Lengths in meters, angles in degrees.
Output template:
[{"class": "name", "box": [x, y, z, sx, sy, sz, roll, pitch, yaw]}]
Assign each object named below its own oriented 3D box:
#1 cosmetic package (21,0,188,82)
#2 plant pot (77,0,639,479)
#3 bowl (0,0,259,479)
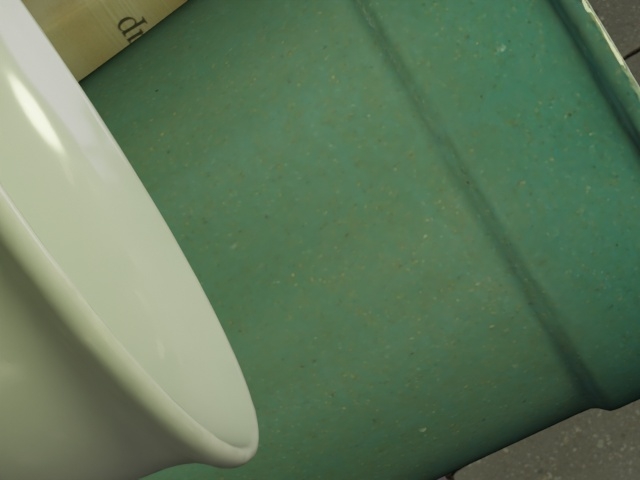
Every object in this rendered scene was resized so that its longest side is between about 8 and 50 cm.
[{"class": "cosmetic package", "box": [-0.094, -0.146, 1.147, 0.153, 0.296, 0.129, 52, 9, -45]}, {"class": "plant pot", "box": [0.000, 0.000, 0.984, 0.341, 0.334, 0.341, 58, 4, -7]}, {"class": "bowl", "box": [-0.154, -0.015, 0.664, 0.298, 0.134, 0.298, 57, 3, -5]}]
